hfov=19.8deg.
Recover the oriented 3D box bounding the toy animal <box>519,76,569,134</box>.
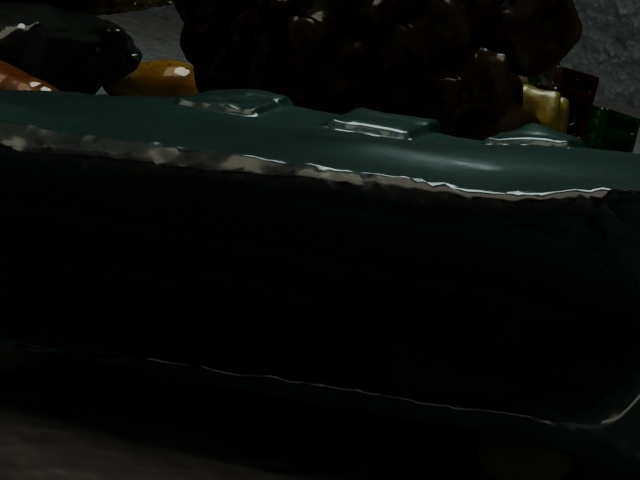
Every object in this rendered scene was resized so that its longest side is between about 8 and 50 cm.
[{"bbox_3d":[0.067,-0.113,1.347,0.229,0.156,0.156,16,9,13],"label":"toy animal"}]

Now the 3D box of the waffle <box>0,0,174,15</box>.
[{"bbox_3d":[-0.319,-0.232,1.474,0.376,0.114,0.261,-2,3,16],"label":"waffle"}]

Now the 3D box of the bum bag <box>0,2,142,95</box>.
[{"bbox_3d":[-0.226,-0.134,1.346,0.142,0.080,0.326,1,6,17],"label":"bum bag"}]

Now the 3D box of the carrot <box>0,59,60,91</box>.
[{"bbox_3d":[-0.147,-0.064,1.043,0.256,0.061,0.061,16,10,23],"label":"carrot"}]

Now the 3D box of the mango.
[{"bbox_3d":[-0.138,-0.126,1.496,0.089,0.046,0.060,9,8,20],"label":"mango"}]

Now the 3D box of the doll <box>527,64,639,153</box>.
[{"bbox_3d":[0.159,-0.113,1.558,0.186,0.106,0.134,15,4,32],"label":"doll"}]

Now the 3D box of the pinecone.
[{"bbox_3d":[0.028,-0.108,1.019,0.229,0.202,0.201,50,-13,19],"label":"pinecone"}]

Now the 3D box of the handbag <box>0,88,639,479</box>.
[{"bbox_3d":[-0.001,0.005,0.638,0.268,0.100,0.274,8,7,9],"label":"handbag"}]
